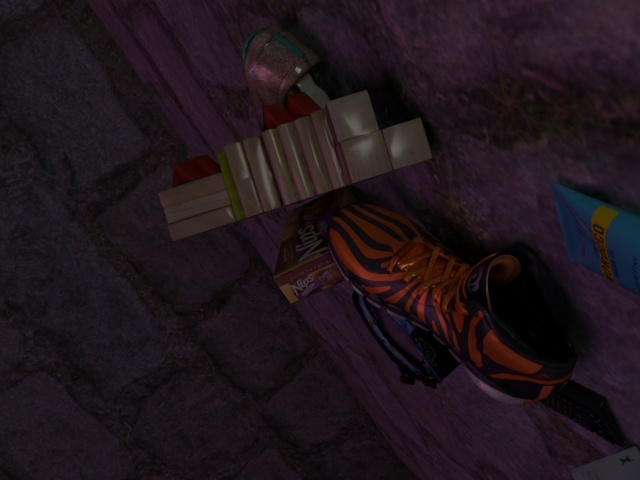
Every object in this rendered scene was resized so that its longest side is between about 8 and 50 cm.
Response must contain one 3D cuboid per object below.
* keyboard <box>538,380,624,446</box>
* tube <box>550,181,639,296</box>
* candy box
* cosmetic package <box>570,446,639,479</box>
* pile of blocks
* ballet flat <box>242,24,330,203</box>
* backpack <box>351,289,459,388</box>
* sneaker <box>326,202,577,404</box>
[{"bbox_3d":[0.281,0.181,0.753,0.108,0.023,0.180,57,166,-21],"label":"keyboard"},{"bbox_3d":[0.234,0.019,0.409,0.207,0.052,0.080,44,158,61],"label":"tube"},{"bbox_3d":[0.000,0.000,0.871,0.053,0.109,0.187,57,-160,-24],"label":"candy box"},{"bbox_3d":[0.372,0.357,0.686,0.231,0.085,0.117,56,-164,-22],"label":"cosmetic package"},{"bbox_3d":[-0.041,-0.098,0.708,0.362,0.149,0.113,-15,95,33],"label":"pile of blocks"},{"bbox_3d":[-0.022,-0.130,0.799,0.106,0.108,0.316,31,160,25],"label":"ballet flat"},{"bbox_3d":[0.131,0.117,0.898,0.173,0.117,0.158,50,168,5],"label":"backpack"},{"bbox_3d":[0.142,0.036,0.666,0.321,0.125,0.180,37,160,16],"label":"sneaker"}]
